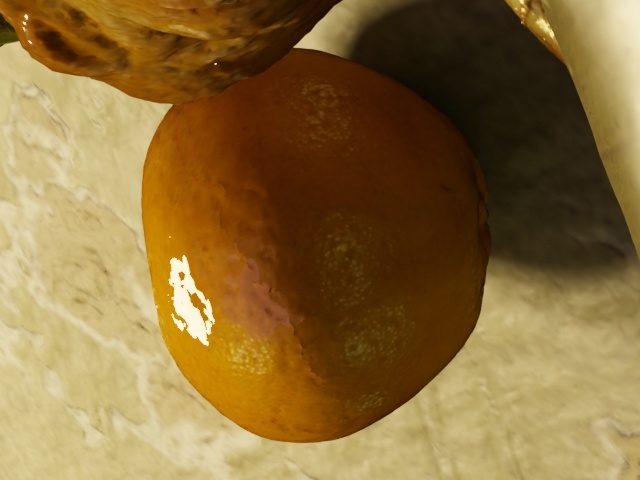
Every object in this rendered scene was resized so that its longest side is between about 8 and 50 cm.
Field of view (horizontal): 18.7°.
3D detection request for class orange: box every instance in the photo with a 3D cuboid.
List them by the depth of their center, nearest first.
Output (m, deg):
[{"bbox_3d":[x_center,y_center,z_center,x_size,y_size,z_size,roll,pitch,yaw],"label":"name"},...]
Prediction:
[{"bbox_3d":[0.000,0.000,0.764,0.136,0.159,0.159,-10,127,2],"label":"orange"}]

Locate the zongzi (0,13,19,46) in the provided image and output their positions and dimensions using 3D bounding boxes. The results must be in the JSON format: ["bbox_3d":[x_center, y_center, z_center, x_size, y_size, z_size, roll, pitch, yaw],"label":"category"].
[{"bbox_3d":[-0.201,-0.135,0.867,0.154,0.062,0.130,-15,112,19],"label":"zongzi"}]

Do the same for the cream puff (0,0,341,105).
[{"bbox_3d":[-0.055,-0.160,0.598,0.154,0.241,0.269,-2,155,-6],"label":"cream puff"}]

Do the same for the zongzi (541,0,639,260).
[{"bbox_3d":[0.227,-0.053,0.450,0.360,0.160,0.323,-20,97,44],"label":"zongzi"}]

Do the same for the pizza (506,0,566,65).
[{"bbox_3d":[0.104,-0.091,0.654,0.160,0.036,0.099,40,144,8],"label":"pizza"}]
